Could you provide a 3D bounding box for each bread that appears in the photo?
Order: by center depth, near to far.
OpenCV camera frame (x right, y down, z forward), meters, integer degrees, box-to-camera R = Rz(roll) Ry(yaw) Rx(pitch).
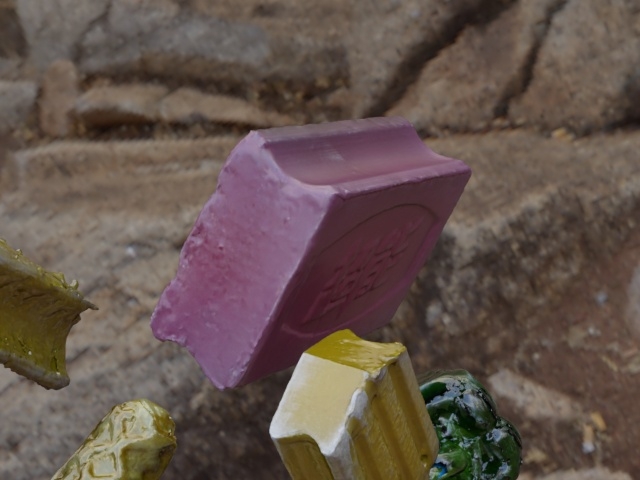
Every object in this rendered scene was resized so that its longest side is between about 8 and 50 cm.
[{"bbox_3d":[-0.243,0.277,1.129,0.367,0.077,0.084,-52,15,-26],"label":"bread"}]

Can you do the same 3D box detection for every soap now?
[{"bbox_3d":[0.036,0.177,1.214,0.073,0.232,0.140,10,57,23],"label":"soap"},{"bbox_3d":[0.000,0.000,1.442,0.128,0.359,0.233,36,111,19],"label":"soap"},{"bbox_3d":[-0.483,0.044,1.744,0.304,0.338,0.169,28,84,27],"label":"soap"}]

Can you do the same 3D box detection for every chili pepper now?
[{"bbox_3d":[0.135,0.243,1.529,0.174,0.165,0.261,-38,9,-2],"label":"chili pepper"}]
